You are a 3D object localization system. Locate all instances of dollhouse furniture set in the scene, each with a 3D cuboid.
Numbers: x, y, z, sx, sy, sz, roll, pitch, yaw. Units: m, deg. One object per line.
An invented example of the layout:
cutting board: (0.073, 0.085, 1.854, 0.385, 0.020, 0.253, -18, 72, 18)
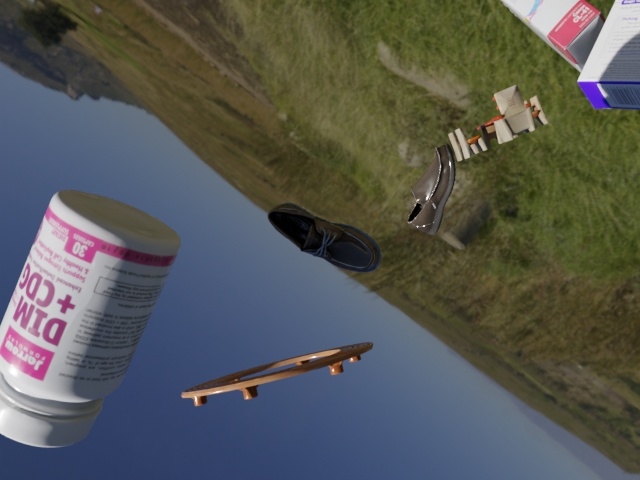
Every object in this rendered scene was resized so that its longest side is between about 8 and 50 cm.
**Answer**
dollhouse furniture set: (0.526, -0.355, 1.765, 0.259, 0.261, 0.135, -151, 37, -86)

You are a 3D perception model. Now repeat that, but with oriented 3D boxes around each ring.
ring: (-0.069, 0.230, 1.035, 0.336, 0.336, 0.032, 27, -131, -79)

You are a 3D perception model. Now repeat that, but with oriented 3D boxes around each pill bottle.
pill bottle: (-0.298, 0.095, 0.744, 0.160, 0.283, 0.160, 24, -173, -3)

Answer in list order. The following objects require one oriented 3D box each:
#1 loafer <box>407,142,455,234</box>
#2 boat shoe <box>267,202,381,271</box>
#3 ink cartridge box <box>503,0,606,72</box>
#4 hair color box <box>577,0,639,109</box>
loafer: (0.240, -0.109, 1.322, 0.078, 0.220, 0.080, 6, -148, -3)
boat shoe: (0.000, 0.000, 0.885, 0.183, 0.066, 0.066, 23, -167, 20)
ink cartridge box: (0.658, -0.629, 1.685, 0.226, 0.131, 0.306, 8, -138, -52)
hair color box: (0.666, -0.421, 1.168, 0.110, 0.339, 0.185, 31, 173, -40)
